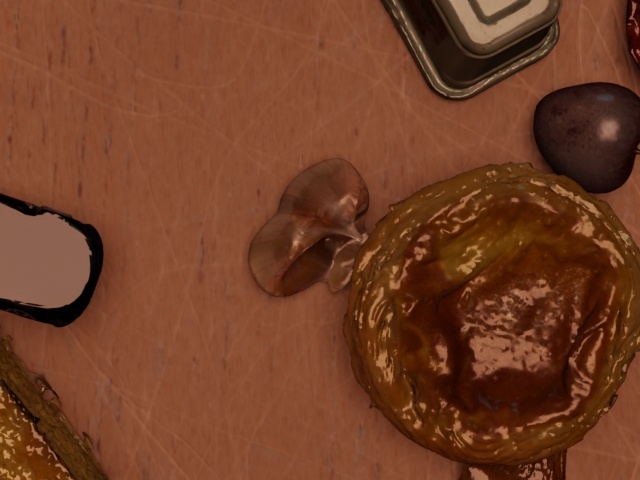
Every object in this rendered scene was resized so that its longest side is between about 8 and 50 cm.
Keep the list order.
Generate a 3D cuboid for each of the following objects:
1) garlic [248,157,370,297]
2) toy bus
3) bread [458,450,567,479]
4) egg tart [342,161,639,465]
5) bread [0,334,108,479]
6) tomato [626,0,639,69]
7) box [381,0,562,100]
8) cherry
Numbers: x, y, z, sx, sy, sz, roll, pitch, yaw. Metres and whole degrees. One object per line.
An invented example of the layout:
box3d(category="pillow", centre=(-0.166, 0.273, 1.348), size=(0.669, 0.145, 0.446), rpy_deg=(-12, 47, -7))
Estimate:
box3d(category="garlic", centre=(-0.008, -0.008, 1.804), size=(0.124, 0.099, 0.174), rpy_deg=(43, 87, 17))
box3d(category="toy bus", centre=(-0.391, -0.002, 1.753), size=(0.303, 0.147, 0.127), rpy_deg=(19, 86, -4))
box3d(category="bread", centre=(0.225, 0.273, 1.829), size=(0.129, 0.044, 0.126), rpy_deg=(10, 86, 0))
box3d(category="egg tart", centre=(0.196, 0.081, 1.784), size=(0.352, 0.150, 0.351), rpy_deg=(0, 91, -3))
box3d(category="bread", centre=(-0.362, 0.214, 1.744), size=(0.147, 0.160, 0.260), rpy_deg=(-36, 96, 2))
box3d(category="tomato", centre=(0.469, -0.258, 1.840), size=(0.228, 0.101, 0.227), rpy_deg=(-1, 86, 11))
box3d(category="box", centre=(0.150, -0.332, 1.782), size=(0.175, 0.182, 0.311), rpy_deg=(-29, 89, -4))
box3d(category="cherry", centre=(0.323, -0.150, 1.808), size=(0.115, 0.148, 0.188), rpy_deg=(2, 116, -34))
